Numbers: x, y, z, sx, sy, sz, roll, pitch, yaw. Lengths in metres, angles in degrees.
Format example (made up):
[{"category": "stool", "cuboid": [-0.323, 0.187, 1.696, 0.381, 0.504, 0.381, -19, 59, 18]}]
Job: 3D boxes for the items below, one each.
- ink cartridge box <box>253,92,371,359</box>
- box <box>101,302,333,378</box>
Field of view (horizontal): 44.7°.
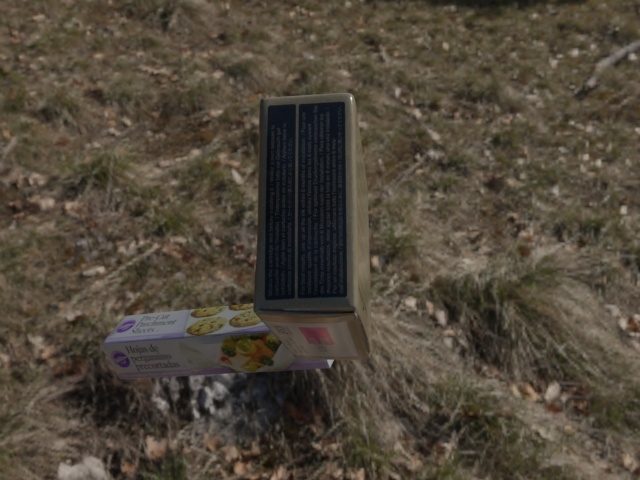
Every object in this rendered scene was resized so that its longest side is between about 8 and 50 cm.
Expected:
[{"category": "ink cartridge box", "cuboid": [0.000, 0.000, 0.734, 0.088, 0.193, 0.235, -1, -18, 6]}, {"category": "box", "cuboid": [-0.128, 0.125, 0.976, 0.324, 0.063, 0.067, -7, 29, 29]}]
